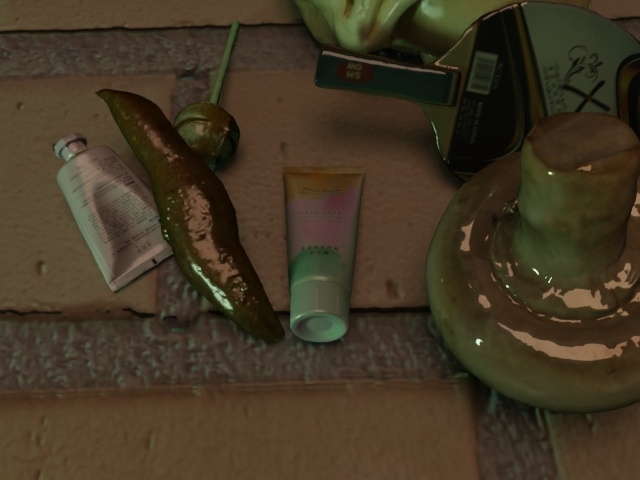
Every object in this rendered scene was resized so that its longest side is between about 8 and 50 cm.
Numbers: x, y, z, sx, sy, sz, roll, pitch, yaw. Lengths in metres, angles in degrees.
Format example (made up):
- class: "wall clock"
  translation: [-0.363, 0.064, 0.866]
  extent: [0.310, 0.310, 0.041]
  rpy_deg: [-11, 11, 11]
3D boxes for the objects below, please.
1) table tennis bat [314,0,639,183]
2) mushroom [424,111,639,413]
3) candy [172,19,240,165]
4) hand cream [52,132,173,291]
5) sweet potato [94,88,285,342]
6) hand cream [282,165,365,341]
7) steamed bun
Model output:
- class: "table tennis bat"
  translation: [0.145, -0.127, 0.603]
  extent: [0.302, 0.022, 0.173]
  rpy_deg: [11, 102, -1]
- class: "mushroom"
  translation: [0.187, 0.009, 0.497]
  extent: [0.207, 0.209, 0.206]
  rpy_deg: [15, 41, -14]
- class: "candy"
  translation: [-0.097, -0.152, 0.674]
  extent: [0.061, 0.061, 0.202]
  rpy_deg: [5, 52, 3]
- class: "hand cream"
  translation: [-0.183, -0.033, 0.605]
  extent: [0.084, 0.053, 0.142]
  rpy_deg: [-35, 81, -18]
- class: "sweet potato"
  translation: [-0.110, -0.031, 0.578]
  extent: [0.067, 0.067, 0.273]
  rpy_deg: [-29, 75, -16]
- class: "hand cream"
  translation: [0.000, 0.000, 0.586]
  extent: [0.076, 0.047, 0.174]
  rpy_deg: [1, 51, 2]
- class: "steamed bun"
  translation: [0.112, -0.295, 0.660]
  extent: [0.276, 0.203, 0.289]
  rpy_deg: [-24, 64, -12]
